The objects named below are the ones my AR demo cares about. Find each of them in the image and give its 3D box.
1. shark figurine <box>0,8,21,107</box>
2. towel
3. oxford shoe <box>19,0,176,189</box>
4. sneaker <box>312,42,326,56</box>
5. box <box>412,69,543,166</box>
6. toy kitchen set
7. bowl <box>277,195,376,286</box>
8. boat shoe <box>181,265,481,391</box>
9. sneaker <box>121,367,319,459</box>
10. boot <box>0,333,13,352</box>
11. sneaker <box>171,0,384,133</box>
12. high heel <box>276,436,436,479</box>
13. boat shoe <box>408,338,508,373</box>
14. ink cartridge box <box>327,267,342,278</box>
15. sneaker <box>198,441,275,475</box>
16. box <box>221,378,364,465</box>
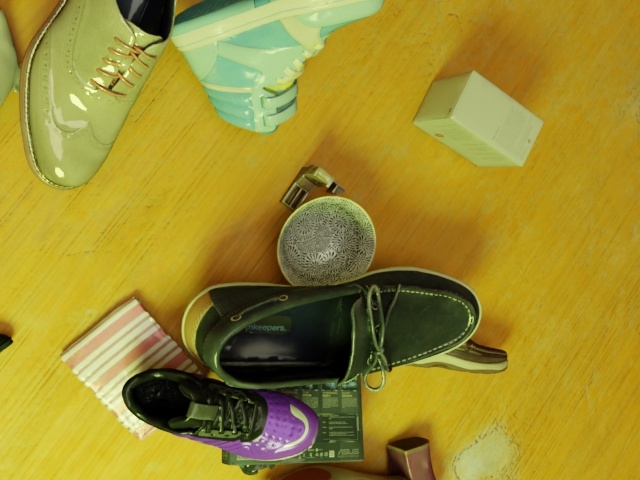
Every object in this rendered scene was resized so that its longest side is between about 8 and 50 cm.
[{"bbox_3d":[-0.472,-0.182,0.710,0.116,0.278,0.166,-6,136,17],"label":"shark figurine"},{"bbox_3d":[-0.290,0.205,0.882,0.144,0.029,0.197,-39,105,-12],"label":"towel"},{"bbox_3d":[-0.287,-0.247,0.732,0.141,0.147,0.396,8,104,-48],"label":"oxford shoe"},{"bbox_3d":[-0.094,-0.389,0.856,0.258,0.094,0.091,33,61,-21],"label":"sneaker"},{"bbox_3d":[0.277,-0.210,0.984,0.171,0.130,0.091,28,87,-22],"label":"box"},{"bbox_3d":[-0.010,-0.074,0.918,0.068,0.083,0.075,36,84,-20],"label":"toy kitchen set"},{"bbox_3d":[0.000,0.000,0.928,0.170,0.080,0.170,-6,109,-18],"label":"bowl"},{"bbox_3d":[0.045,0.143,0.861,0.501,0.156,0.186,1,104,-21],"label":"boat shoe"},{"bbox_3d":[-0.147,0.248,0.788,0.294,0.146,0.102,11,71,3],"label":"sneaker"},{"bbox_3d":[-0.515,0.135,0.779,0.121,0.045,0.099,-27,103,-14],"label":"boot"},{"bbox_3d":[-0.040,-0.264,0.804,0.127,0.319,0.208,-70,147,-46],"label":"sneaker"},{"bbox_3d":[0.060,0.489,0.987,0.378,0.127,0.181,-7,88,-23],"label":"high heel"},{"bbox_3d":[0.247,0.192,1.045,0.258,0.095,0.095,9,88,-21],"label":"boat shoe"},{"bbox_3d":[0.035,0.093,0.986,0.048,0.028,0.083,-36,107,-13],"label":"ink cartridge box"},{"bbox_3d":[-0.138,0.357,0.939,0.152,0.058,0.084,6,86,-28],"label":"sneaker"},{"bbox_3d":[-0.044,0.275,0.928,0.233,0.059,0.183,6,70,-22],"label":"box"}]
